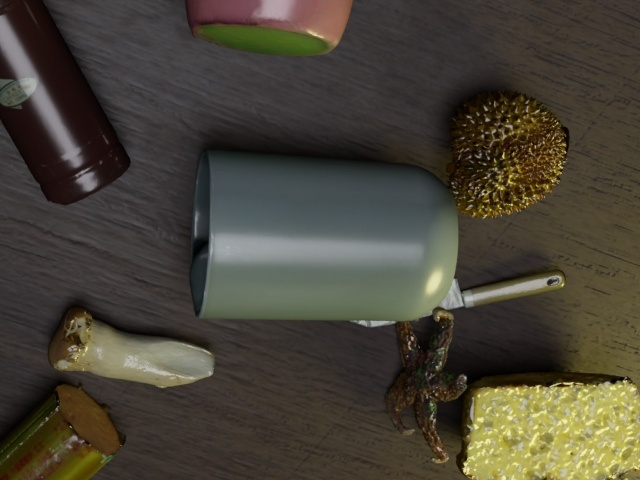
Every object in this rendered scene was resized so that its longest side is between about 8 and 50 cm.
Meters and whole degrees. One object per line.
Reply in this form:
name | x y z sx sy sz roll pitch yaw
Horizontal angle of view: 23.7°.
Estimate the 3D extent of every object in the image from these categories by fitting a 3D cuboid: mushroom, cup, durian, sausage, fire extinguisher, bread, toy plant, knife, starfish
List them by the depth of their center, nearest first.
toy plant | -0.066 -0.397 1.740 0.317 0.210 0.356 8 93 -9
fire extinguisher | -0.358 -0.205 1.794 0.135 0.114 0.337 -34 110 -22
cup | 0.000 0.000 1.868 0.312 0.205 0.205 3 106 -11
durian | 0.229 -0.111 1.904 0.168 0.137 0.158 -16 118 -5
sausage | -0.401 0.324 1.947 0.317 0.125 0.117 -43 66 5
mushroom | -0.240 0.142 1.949 0.209 0.071 0.084 14 72 -15
starfish | 0.143 0.188 1.998 0.053 0.150 0.210 -10 90 -37
knife | 0.176 0.072 2.013 0.298 0.017 0.047 -13 109 0
bread | 0.288 0.247 2.021 0.260 0.147 0.160 -5 99 -13
